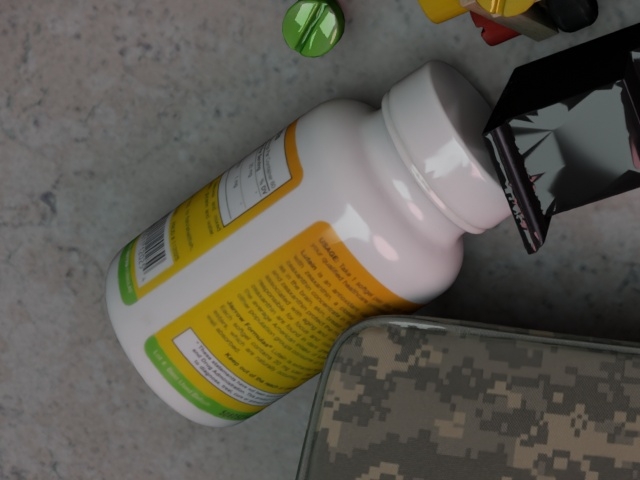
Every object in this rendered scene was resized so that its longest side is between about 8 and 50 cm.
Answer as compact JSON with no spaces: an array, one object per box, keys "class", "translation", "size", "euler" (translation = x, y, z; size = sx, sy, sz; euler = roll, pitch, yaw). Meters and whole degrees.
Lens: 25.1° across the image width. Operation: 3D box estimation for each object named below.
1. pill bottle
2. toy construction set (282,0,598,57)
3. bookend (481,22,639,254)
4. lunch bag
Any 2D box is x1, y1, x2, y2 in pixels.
[{"class":"pill bottle","translation":[0.000,0.000,0.874],"size":[0.246,0.136,0.136],"euler":[-34,98,23]},{"class":"toy construction set","translation":[0.114,-0.197,0.718],"size":[0.309,0.237,0.257],"euler":[5,110,12]},{"class":"bookend","translation":[0.182,-0.072,0.790],"size":[0.157,0.156,0.072],"euler":[-19,104,19]},{"class":"lunch bag","translation":[0.134,0.186,0.858],"size":[0.305,0.212,0.256],"euler":[5,155,11]}]
